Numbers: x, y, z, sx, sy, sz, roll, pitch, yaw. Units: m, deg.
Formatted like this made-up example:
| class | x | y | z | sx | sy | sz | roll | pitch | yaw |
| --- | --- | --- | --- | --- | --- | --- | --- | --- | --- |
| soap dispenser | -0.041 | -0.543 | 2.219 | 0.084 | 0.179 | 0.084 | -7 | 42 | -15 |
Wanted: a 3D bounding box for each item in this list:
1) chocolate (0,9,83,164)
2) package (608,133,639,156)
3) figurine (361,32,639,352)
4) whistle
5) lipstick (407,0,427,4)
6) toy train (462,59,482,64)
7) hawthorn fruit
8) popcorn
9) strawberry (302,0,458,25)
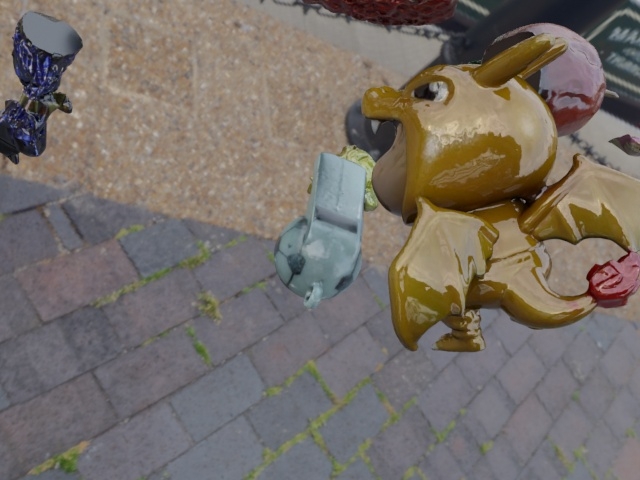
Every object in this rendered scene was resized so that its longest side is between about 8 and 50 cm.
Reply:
| class | x | y | z | sx | sy | sz | roll | pitch | yaw |
| --- | --- | --- | --- | --- | --- | --- | --- | --- | --- |
| chocolate | -0.568 | -0.270 | 1.423 | 0.148 | 0.343 | 0.126 | 18 | 37 | -21 |
| package | 0.547 | -0.161 | 1.246 | 0.083 | 0.059 | 0.029 | 19 | 83 | -13 |
| figurine | 0.244 | -0.056 | 0.967 | 0.401 | 0.268 | 0.387 | -13 | 95 | -5 |
| whistle | 0.000 | 0.000 | 1.252 | 0.163 | 0.163 | 0.289 | 30 | 44 | -23 |
| lipstick | 0.224 | -0.411 | 1.042 | 0.241 | 0.080 | 0.080 | -23 | 78 | -16 |
| toy train | 0.420 | -0.304 | 1.637 | 0.307 | 0.189 | 0.126 | 47 | 55 | -53 |
| hawthorn fruit | 0.373 | -0.253 | 1.161 | 0.251 | 0.189 | 0.189 | -5 | 64 | -15 |
| popcorn | 0.068 | -0.159 | 1.938 | 0.187 | 0.186 | 0.167 | 24 | 57 | -63 |
| strawberry | 0.085 | -0.511 | 1.209 | 0.310 | 0.291 | 0.291 | 8 | 55 | -6 |
